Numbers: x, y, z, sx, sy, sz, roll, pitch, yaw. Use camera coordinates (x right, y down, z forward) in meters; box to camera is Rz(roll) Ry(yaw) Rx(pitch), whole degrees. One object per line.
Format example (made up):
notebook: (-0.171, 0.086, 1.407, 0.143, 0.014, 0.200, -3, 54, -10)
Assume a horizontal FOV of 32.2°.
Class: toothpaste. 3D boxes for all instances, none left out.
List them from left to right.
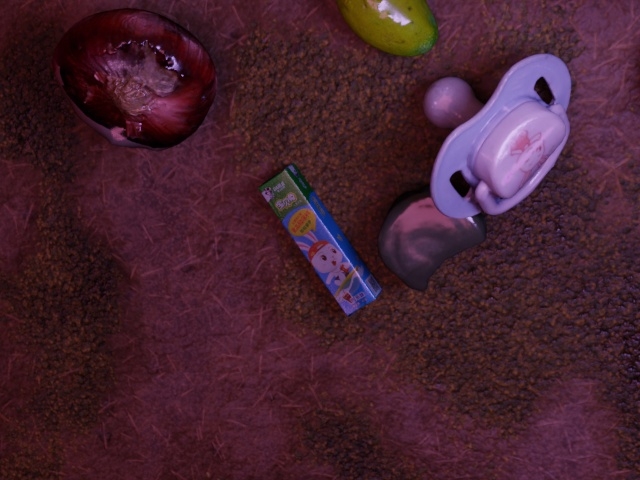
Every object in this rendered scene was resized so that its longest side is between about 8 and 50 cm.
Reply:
toothpaste: (0.000, 0.000, 1.856, 0.065, 0.050, 0.266, -33, 96, 24)

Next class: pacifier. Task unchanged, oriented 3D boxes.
pacifier: (0.251, -0.172, 1.687, 0.287, 0.238, 0.226, -48, 56, 3)

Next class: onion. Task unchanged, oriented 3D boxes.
onion: (-0.289, -0.278, 1.797, 0.272, 0.195, 0.272, 12, 145, 8)

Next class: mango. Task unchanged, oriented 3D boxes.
mango: (0.104, -0.352, 1.696, 0.178, 0.100, 0.119, 40, 110, -8)

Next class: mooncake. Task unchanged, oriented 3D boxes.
mooncake: (0.179, -0.007, 1.779, 0.175, 0.104, 0.168, -6, 101, 14)
